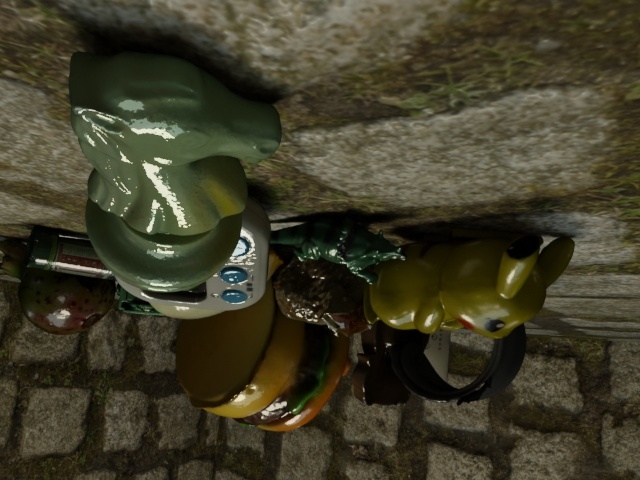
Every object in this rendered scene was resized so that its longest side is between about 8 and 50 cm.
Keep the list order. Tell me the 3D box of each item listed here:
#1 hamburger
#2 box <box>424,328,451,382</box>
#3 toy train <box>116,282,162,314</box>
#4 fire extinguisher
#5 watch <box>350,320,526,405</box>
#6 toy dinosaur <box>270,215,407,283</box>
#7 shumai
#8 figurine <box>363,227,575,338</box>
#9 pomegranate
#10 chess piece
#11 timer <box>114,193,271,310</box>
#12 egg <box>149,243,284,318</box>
[{"bbox_3d":[-0.125,0.231,1.317,0.396,0.395,0.277,-7,151,46],"label":"hamburger"},{"bbox_3d":[0.290,0.272,1.597,0.111,0.260,0.194,6,167,-3],"label":"box"},{"bbox_3d":[-0.449,0.156,1.747,0.331,0.138,0.178,6,178,-11],"label":"toy train"},{"bbox_3d":[-0.513,0.042,1.314,0.294,0.118,0.093,14,-159,-33],"label":"fire extinguisher"},{"bbox_3d":[0.273,0.236,1.271,0.327,0.335,0.314,8,172,41],"label":"watch"},{"bbox_3d":[0.010,0.009,0.932,0.292,0.079,0.120,0,151,42],"label":"toy dinosaur"},{"bbox_3d":[0.024,0.112,1.066,0.206,0.175,0.166,-27,139,1],"label":"shumai"},{"bbox_3d":[0.231,0.063,0.893,0.218,0.169,0.327,-4,-179,-44],"label":"figurine"},{"bbox_3d":[-0.674,0.110,1.452,0.306,0.242,0.242,23,175,22],"label":"pomegranate"},{"bbox_3d":[-0.141,-0.069,0.551,0.176,0.175,0.298,9,155,-14],"label":"chess piece"},{"bbox_3d":[-0.195,0.009,0.855,0.237,0.087,0.262,7,142,-3],"label":"timer"},{"bbox_3d":[-0.220,0.066,1.095,0.264,0.174,0.286,-1,170,43],"label":"egg"}]
